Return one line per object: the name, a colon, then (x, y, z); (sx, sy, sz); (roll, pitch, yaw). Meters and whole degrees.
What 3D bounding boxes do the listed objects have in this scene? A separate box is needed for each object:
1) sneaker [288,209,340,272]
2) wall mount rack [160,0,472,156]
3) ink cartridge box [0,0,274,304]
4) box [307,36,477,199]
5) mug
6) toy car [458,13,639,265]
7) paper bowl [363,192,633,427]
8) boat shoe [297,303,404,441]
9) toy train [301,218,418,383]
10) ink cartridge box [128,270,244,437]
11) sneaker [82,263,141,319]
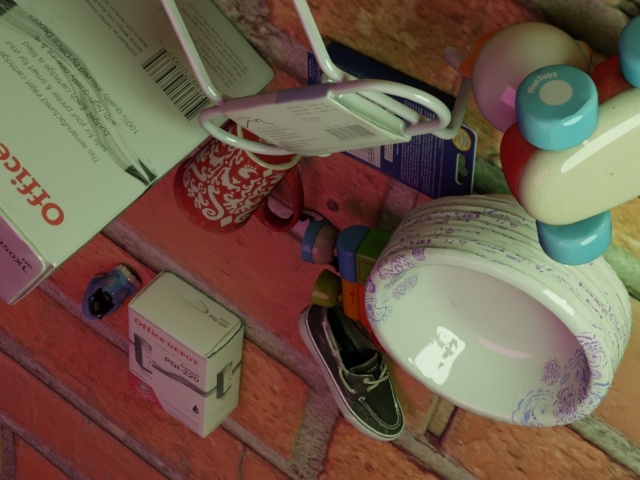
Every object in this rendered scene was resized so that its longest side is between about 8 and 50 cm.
sneaker: (0.000, 0.000, 1.998); (0.109, 0.044, 0.040); (32, 147, 22)
wall mount rack: (-0.026, -0.189, 1.588); (0.304, 0.130, 0.350); (28, 160, -35)
ink cartridge box: (-0.296, -0.163, 1.823); (0.285, 0.395, 0.166); (48, 146, -4)
box: (0.085, -0.127, 1.773); (0.225, 0.036, 0.136); (29, 144, 24)
mug: (-0.082, -0.090, 1.958); (0.150, 0.113, 0.169); (11, 151, -25)
toy car: (0.235, -0.145, 1.503); (0.238, 0.210, 0.219); (57, 173, 37)
paper bowl: (0.201, 0.062, 1.722); (0.284, 0.148, 0.284); (20, 146, 15)
boat shoe: (0.051, 0.176, 2.102); (0.219, 0.078, 0.070); (55, 147, -12)
toy train: (0.053, 0.080, 1.949); (0.143, 0.105, 0.248); (17, 139, 20)
ink cartridge box: (-0.203, 0.172, 2.362); (0.158, 0.092, 0.218); (32, 143, 19)
sneaker: (-0.341, 0.089, 2.438); (0.063, 0.073, 0.162); (47, 147, -3)
